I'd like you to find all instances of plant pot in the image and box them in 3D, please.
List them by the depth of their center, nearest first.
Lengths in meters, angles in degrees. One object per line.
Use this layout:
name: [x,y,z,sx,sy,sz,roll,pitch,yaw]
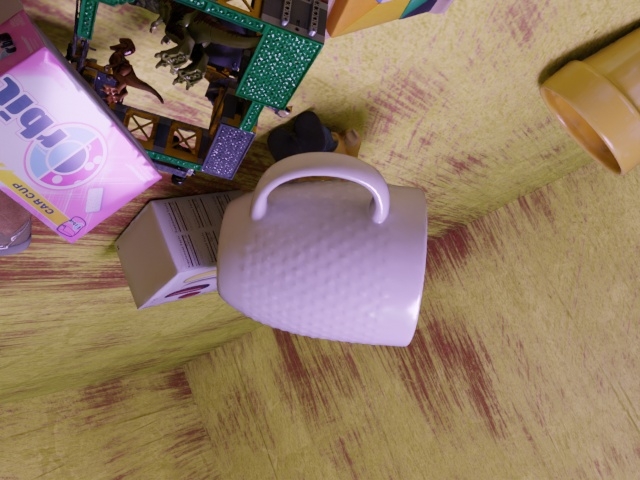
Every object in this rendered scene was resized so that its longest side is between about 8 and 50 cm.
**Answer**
plant pot: [0.621,-0.302,1.329,0.239,0.254,0.254,-42,163,11]

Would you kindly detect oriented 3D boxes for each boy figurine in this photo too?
boy figurine: [0.000,-0.144,1.204,0.177,0.092,0.285,-28,163,13]

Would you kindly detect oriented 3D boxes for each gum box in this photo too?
gum box: [-0.234,-0.091,0.558,0.107,0.062,0.188,-37,147,-3]

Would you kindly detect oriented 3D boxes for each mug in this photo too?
mug: [0.000,0.000,1.091,0.327,0.276,0.374,5,141,0]

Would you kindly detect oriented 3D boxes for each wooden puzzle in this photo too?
wooden puzzle: [0.090,-0.309,0.767,0.238,0.044,0.221,-17,169,-21]

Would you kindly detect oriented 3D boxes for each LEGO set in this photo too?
LEGO set: [-0.124,-0.217,0.629,0.254,0.192,0.331,11,152,-11]

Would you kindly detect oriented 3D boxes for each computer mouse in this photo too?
computer mouse: [-0.109,-0.213,0.845,0.071,0.041,0.242,-23,168,-1]

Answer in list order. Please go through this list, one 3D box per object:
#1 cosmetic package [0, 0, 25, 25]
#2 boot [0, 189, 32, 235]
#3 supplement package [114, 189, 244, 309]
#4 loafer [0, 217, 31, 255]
cosmetic package: [-0.296,-0.181,0.618,0.041,0.060,0.115,-17,164,-24]
boot: [-0.324,-0.111,0.562,0.112,0.115,0.305,14,152,19]
supplement package: [-0.255,0.017,1.281,0.203,0.149,0.194,-12,163,-42]
loafer: [-0.504,-0.022,0.885,0.087,0.094,0.251,-58,161,25]
